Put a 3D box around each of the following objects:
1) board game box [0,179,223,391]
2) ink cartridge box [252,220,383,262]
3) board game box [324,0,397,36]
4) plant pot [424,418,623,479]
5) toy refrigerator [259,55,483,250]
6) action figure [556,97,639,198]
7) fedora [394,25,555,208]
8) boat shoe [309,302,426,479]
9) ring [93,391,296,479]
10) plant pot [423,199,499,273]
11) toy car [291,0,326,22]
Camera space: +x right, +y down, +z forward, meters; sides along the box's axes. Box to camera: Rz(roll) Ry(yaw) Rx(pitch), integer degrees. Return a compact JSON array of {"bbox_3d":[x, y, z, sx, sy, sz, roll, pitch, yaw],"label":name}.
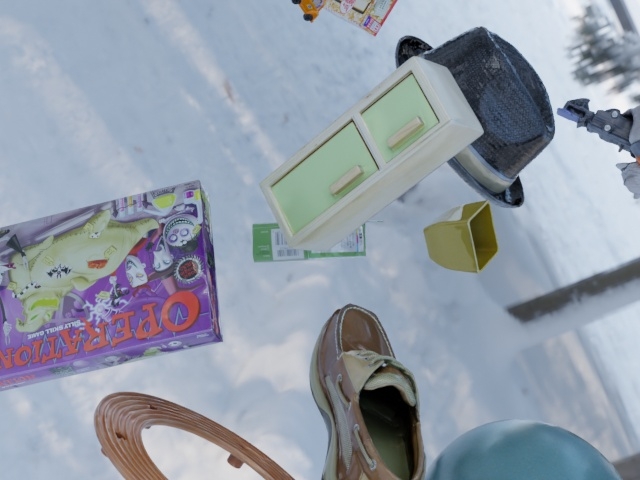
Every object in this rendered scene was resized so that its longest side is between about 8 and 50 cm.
[{"bbox_3d":[-0.295,0.060,1.305,0.056,0.346,0.208,61,17,-63],"label":"board game box"},{"bbox_3d":[0.000,0.000,1.706,0.209,0.109,0.062,-2,90,-54],"label":"ink cartridge box"},{"bbox_3d":[0.101,-0.484,1.987,0.045,0.193,0.147,27,10,-37],"label":"board game box"},{"bbox_3d":[0.226,0.372,1.298,0.195,0.290,0.290,2,65,-68],"label":"plant pot"},{"bbox_3d":[0.056,-0.101,1.337,0.094,0.269,0.102,5,54,-55],"label":"toy refrigerator"},{"bbox_3d":[0.607,-0.240,1.970,0.178,0.341,0.330,32,78,-74],"label":"action figure"},{"bbox_3d":[0.266,-0.221,1.721,0.334,0.152,0.334,39,29,-27],"label":"fedora"},{"bbox_3d":[0.069,0.193,1.270,0.122,0.120,0.324,18,37,-22],"label":"boat shoe"},{"bbox_3d":[-0.119,0.285,1.253,0.336,0.032,0.336,33,6,-4],"label":"ring"},{"bbox_3d":[0.194,-0.005,1.534,0.081,0.083,0.081,-39,121,-51],"label":"plant pot"},{"bbox_3d":[-0.012,-0.318,1.341,0.060,0.040,0.122,57,19,-32],"label":"toy car"}]
